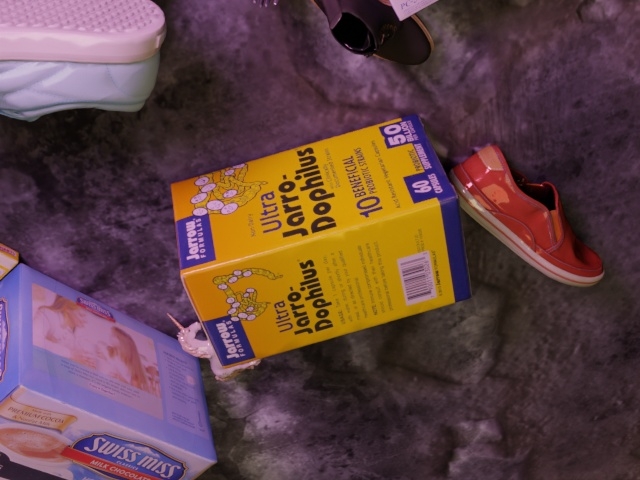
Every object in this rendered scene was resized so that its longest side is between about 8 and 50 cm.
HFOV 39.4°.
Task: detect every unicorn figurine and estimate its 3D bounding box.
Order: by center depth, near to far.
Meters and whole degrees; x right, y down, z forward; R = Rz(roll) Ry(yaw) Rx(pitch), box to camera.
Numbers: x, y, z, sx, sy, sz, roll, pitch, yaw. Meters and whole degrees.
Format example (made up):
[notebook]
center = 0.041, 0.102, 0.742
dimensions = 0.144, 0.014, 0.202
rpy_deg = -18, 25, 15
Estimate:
[unicorn figurine]
center = -0.157, 0.170, 1.408
dimensions = 0.111, 0.060, 0.162
rpy_deg = -23, 122, -10

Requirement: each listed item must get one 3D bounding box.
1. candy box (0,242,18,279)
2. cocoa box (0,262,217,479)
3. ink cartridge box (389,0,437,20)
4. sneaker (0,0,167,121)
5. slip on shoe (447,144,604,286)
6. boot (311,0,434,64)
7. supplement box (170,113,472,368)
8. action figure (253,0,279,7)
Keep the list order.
[candy box]
center = -0.527, 0.061, 1.245
dimensions = 0.206, 0.027, 0.105
rpy_deg = -39, 127, 19
[cocoa box]
center = -0.359, 0.240, 1.297
dimensions = 0.228, 0.231, 0.347
rpy_deg = -40, 131, 19
[ink cartridge box]
center = 0.163, -0.339, 1.024
dimensions = 0.207, 0.097, 0.046
rpy_deg = -28, 131, 10
[sneaker]
center = -0.351, -0.185, 0.941
dimensions = 0.366, 0.135, 0.150
rpy_deg = 3, 132, -12
[slip on shoe]
center = 0.324, -0.030, 1.326
dimensions = 0.331, 0.123, 0.101
rpy_deg = 33, 112, -29
[boot]
center = 0.067, -0.239, 1.061
dimensions = 0.198, 0.137, 0.077
rpy_deg = 23, 121, -31
[supplement box]
center = 0.000, 0.000, 1.212
dimensions = 0.357, 0.194, 0.195
rpy_deg = -16, 132, 0
[action figure]
center = -0.040, -0.382, 0.910
dimensions = 0.164, 0.141, 0.275
rpy_deg = -14, 135, 1
